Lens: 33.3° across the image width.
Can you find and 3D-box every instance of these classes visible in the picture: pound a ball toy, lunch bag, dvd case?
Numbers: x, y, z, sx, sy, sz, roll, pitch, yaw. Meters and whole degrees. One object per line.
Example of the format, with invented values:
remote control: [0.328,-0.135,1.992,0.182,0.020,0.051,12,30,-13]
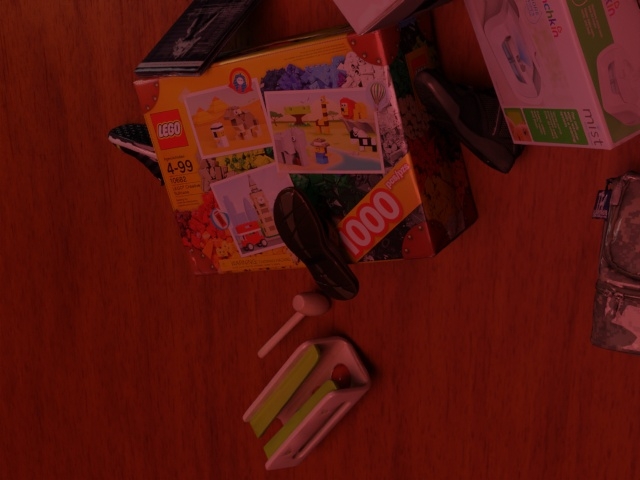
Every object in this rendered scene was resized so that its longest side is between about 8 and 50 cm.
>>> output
pound a ball toy: [-0.026,0.268,2.066,0.319,0.136,0.208,-53,53,36]
lunch bag: [0.550,0.042,1.545,0.305,0.212,0.256,11,101,29]
dvd case: [-0.203,-0.358,1.829,0.164,0.221,0.018,7,143,41]

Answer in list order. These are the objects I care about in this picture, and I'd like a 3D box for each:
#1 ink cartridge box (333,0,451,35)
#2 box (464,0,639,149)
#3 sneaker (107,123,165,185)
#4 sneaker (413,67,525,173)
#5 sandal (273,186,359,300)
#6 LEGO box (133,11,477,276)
ink cartridge box: [0.104,-0.443,1.546,0.129,0.307,0.223,-36,88,37]
box: [0.344,-0.273,1.506,0.231,0.127,0.262,19,134,65]
sneaker: [-0.319,-0.151,2.079,0.234,0.084,0.097,23,122,23]
sneaker: [0.246,-0.216,1.650,0.227,0.087,0.130,37,88,-26]
sandal: [0.000,0.000,1.723,0.090,0.060,0.219,-18,117,43]
LEGO box: [-0.026,-0.156,1.823,0.500,0.193,0.372,-6,107,34]
